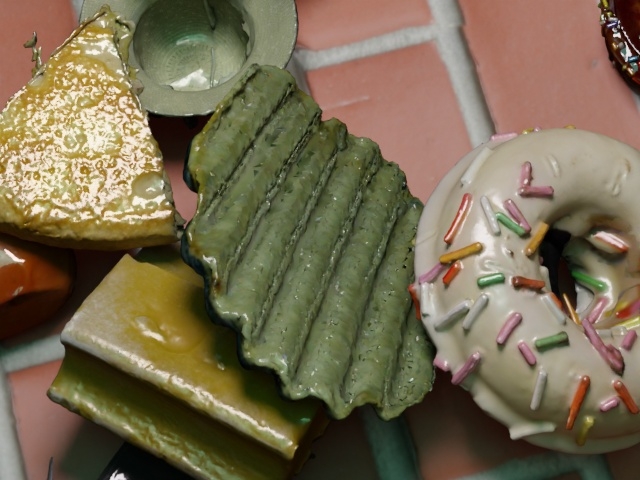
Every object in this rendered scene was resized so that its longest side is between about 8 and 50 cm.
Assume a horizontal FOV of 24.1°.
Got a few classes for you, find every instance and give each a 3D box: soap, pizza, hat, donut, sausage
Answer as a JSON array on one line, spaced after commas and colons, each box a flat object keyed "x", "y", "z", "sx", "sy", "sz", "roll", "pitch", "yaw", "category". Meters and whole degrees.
[{"x": -0.114, "y": 0.130, "z": 1.641, "sx": 0.281, "sy": 0.143, "sz": 0.259, "roll": 24, "pitch": 39, "yaw": 9, "category": "soap"}, {"x": -0.253, "y": -0.125, "z": 1.665, "sx": 0.280, "sy": 0.075, "sz": 0.288, "roll": 17, "pitch": 71, "yaw": -4, "category": "pizza"}, {"x": -0.152, "y": -0.233, "z": 1.806, "sx": 0.257, "sy": 0.130, "sz": 0.257, "roll": 0, "pitch": 68, "yaw": 1, "category": "hat"}, {"x": 0.281, "y": 0.041, "z": 1.646, "sx": 0.382, "sy": 0.142, "sz": 0.383, "roll": 9, "pitch": 66, "yaw": -20, "category": "donut"}, {"x": 0.450, "y": -0.262, "z": 1.838, "sx": 0.235, "sy": 0.089, "sz": 0.235, "roll": 0, "pitch": 70, "yaw": -1, "category": "donut"}, {"x": -0.410, "y": 0.046, "z": 1.695, "sx": 0.268, "sy": 0.153, "sz": 0.141, "roll": -17, "pitch": 65, "yaw": -8, "category": "sausage"}]

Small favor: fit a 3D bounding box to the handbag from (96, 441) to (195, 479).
[{"x": -0.087, "y": 0.324, "z": 1.620, "sx": 0.332, "sy": 0.075, "sz": 0.191, "roll": 30, "pitch": 61, "yaw": 12, "category": "handbag"}]

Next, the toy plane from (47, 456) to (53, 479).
[{"x": -0.299, "y": 0.309, "z": 1.545, "sx": 0.088, "sy": 0.267, "sz": 0.212, "roll": 4, "pitch": 71, "yaw": -5, "category": "toy plane"}]

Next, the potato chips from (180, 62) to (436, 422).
[{"x": 0.000, "y": 0.000, "z": 1.629, "sx": 0.358, "sy": 0.070, "sz": 0.429, "roll": 38, "pitch": 40, "yaw": -15, "category": "potato chips"}]
